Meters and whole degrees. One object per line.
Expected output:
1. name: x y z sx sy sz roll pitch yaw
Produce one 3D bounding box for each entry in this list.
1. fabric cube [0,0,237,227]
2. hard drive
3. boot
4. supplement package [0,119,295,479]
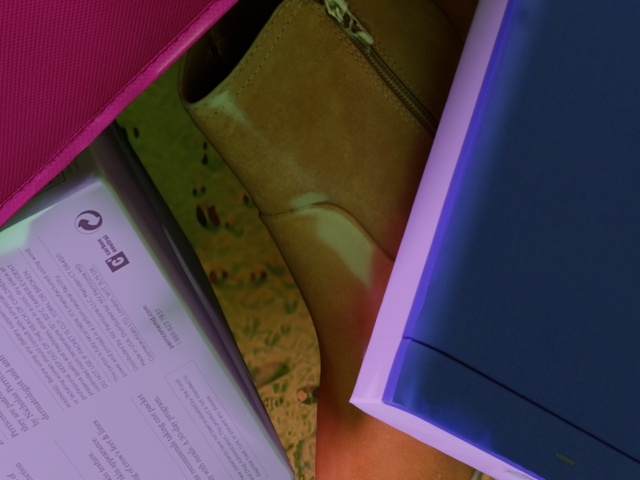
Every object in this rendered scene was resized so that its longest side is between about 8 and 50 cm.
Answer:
1. fabric cube: -0.212 -0.151 0.569 0.254 0.259 0.258 -43 151 10
2. hard drive: 0.146 -0.030 0.829 0.210 0.040 0.319 30 70 -33
3. boot: 0.001 -0.001 0.799 0.104 0.295 0.211 -8 146 38
4. supplement package: -0.189 0.054 0.787 0.262 0.198 0.199 -29 127 0
